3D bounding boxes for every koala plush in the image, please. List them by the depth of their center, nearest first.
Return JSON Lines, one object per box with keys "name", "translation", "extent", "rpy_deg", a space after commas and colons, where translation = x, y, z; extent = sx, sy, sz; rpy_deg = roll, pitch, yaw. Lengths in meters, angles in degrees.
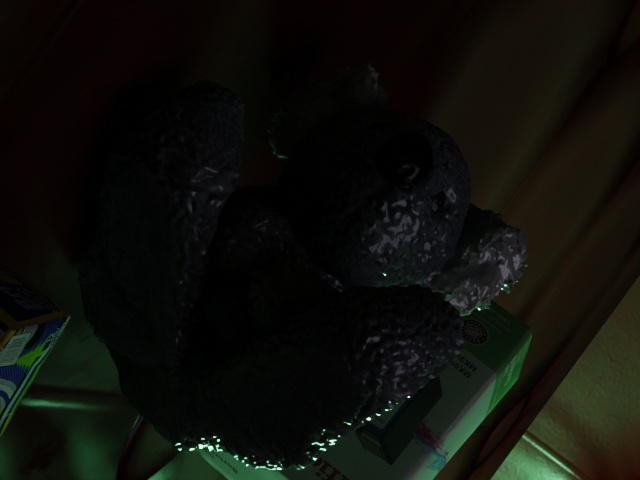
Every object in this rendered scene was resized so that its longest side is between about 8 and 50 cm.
{"name": "koala plush", "translation": [0.000, 0.000, 0.952], "extent": [0.221, 0.196, 0.203], "rpy_deg": [-41, 172, -38]}

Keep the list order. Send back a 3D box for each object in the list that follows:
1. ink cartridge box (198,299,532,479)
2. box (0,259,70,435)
{"name": "ink cartridge box", "translation": [0.031, 0.112, 1.303], "extent": [0.212, 0.154, 0.093], "rpy_deg": [-46, 163, -23]}
{"name": "box", "translation": [-0.186, 0.088, 0.802], "extent": [0.169, 0.059, 0.054], "rpy_deg": [-58, 165, 15]}
